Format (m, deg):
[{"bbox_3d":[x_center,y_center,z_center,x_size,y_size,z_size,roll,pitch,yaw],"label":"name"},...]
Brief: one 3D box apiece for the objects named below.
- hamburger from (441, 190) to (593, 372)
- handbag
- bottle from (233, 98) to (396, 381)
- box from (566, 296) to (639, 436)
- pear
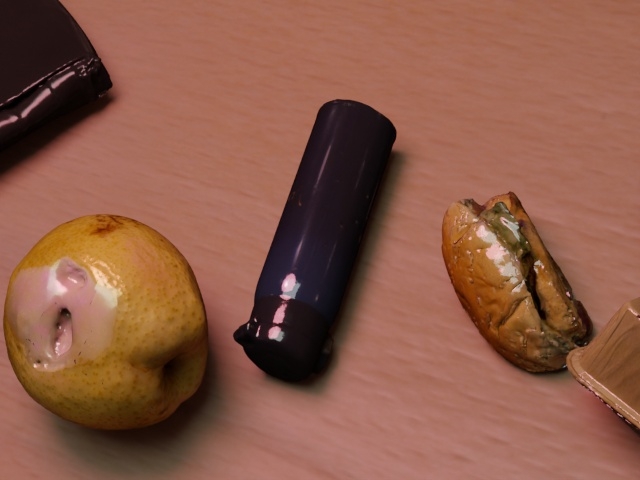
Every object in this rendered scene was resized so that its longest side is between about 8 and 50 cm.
[{"bbox_3d":[0.139,0.020,1.346,0.087,0.102,0.176,-30,54,10],"label":"hamburger"},{"bbox_3d":[-0.340,-0.163,1.621,0.223,0.080,0.247,-31,52,-14],"label":"handbag"},{"bbox_3d":[0.000,0.000,1.417,0.072,0.082,0.244,-29,35,55],"label":"bottle"},{"bbox_3d":[0.269,0.115,1.247,0.111,0.111,0.177,-42,56,-12],"label":"box"},{"bbox_3d":[-0.168,0.070,1.362,0.178,0.178,0.178,-8,56,11],"label":"pear"}]
